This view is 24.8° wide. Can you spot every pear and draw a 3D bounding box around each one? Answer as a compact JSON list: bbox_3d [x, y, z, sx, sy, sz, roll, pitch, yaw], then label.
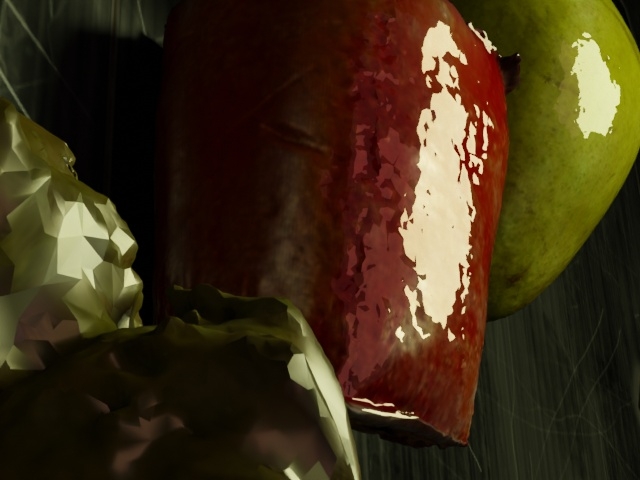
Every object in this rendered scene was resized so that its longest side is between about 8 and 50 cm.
[{"bbox_3d":[0.143,-0.090,1.224,0.253,0.253,0.307,35,77,-53],"label":"pear"}]

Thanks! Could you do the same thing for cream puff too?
[{"bbox_3d":[-0.132,0.096,0.491,0.378,0.275,0.378,40,40,-46],"label":"cream puff"}]

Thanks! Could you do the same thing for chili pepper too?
[{"bbox_3d":[0.000,0.000,0.949,0.251,0.229,0.305,43,47,-52],"label":"chili pepper"}]
